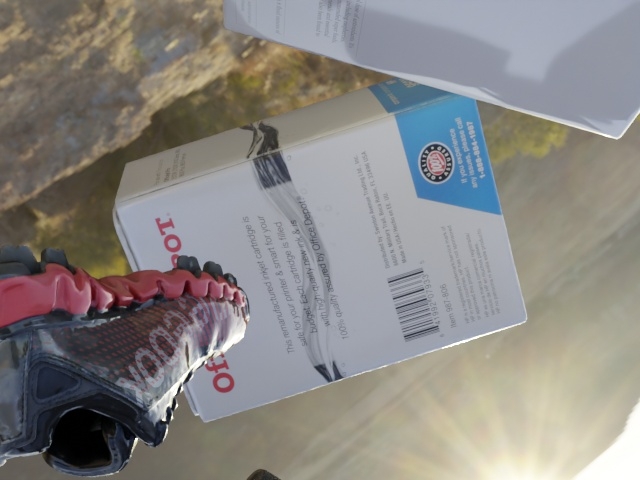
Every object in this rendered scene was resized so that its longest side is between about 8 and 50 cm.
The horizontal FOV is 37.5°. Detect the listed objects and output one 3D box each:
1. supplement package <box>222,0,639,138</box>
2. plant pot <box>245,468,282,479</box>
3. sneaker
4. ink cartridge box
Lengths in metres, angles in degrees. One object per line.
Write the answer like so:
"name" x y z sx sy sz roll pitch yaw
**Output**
"supplement package" 0.099 -0.216 0.615 0.177 0.293 0.175 102 6 -66
"plant pot" -0.060 0.361 0.997 0.187 0.188 0.167 -53 -174 26
"sneaker" -0.131 0.079 0.610 0.098 0.135 0.276 -19 170 25
"ink cartridge box" 0.000 0.000 1.080 0.395 0.285 0.166 -17 -158 0
